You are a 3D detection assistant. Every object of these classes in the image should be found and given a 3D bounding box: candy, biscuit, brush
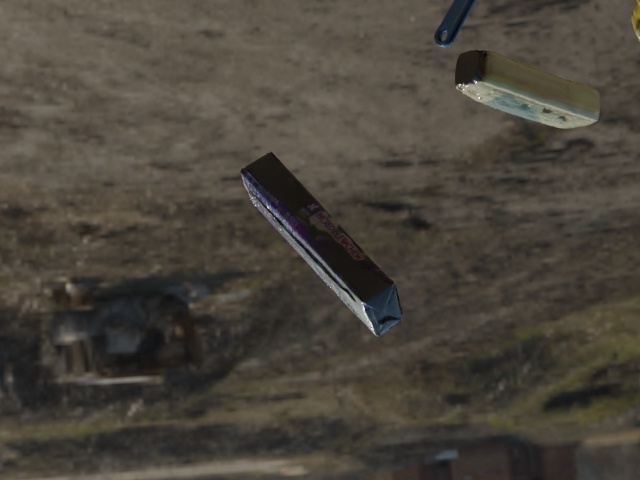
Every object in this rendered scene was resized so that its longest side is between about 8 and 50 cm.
[{"bbox_3d":[0.000,0.000,1.591,0.061,0.312,0.088,-36,144,-10],"label":"candy"},{"bbox_3d":[0.236,-0.169,1.329,0.188,0.052,0.056,12,167,-33],"label":"biscuit"},{"bbox_3d":[0.147,-0.248,1.068,0.014,0.164,0.051,19,-167,-44],"label":"brush"}]

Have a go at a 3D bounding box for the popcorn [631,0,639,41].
[{"bbox_3d":[0.361,-0.228,1.059,0.180,0.170,0.180,-24,143,-20],"label":"popcorn"}]
